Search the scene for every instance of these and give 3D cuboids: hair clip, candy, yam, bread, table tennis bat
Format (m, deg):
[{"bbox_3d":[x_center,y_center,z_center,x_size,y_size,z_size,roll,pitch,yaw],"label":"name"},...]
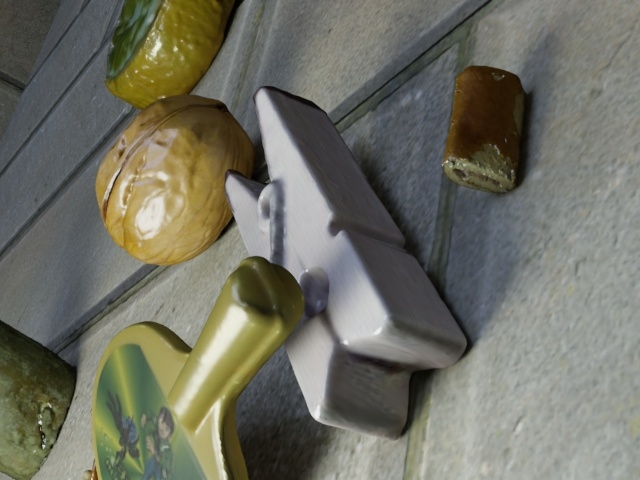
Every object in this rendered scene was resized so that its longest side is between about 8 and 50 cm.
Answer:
[{"bbox_3d":[0.004,0.002,0.741,0.101,0.085,0.331,-57,30,18],"label":"hair clip"},{"bbox_3d":[-0.209,-0.300,1.474,0.260,0.118,0.260,-44,34,41],"label":"candy"},{"bbox_3d":[-0.440,0.150,1.248,0.168,0.304,0.168,-38,29,26],"label":"yam"},{"bbox_3d":[0.103,-0.069,0.665,0.036,0.047,0.083,97,-175,-57],"label":"bread"},{"bbox_3d":[-0.089,0.123,0.716,0.198,0.050,0.321,59,139,27],"label":"table tennis bat"}]

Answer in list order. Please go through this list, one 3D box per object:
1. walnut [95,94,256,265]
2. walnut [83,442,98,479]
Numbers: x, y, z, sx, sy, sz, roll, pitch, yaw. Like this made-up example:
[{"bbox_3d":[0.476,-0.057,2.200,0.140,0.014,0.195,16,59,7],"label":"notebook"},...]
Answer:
[{"bbox_3d":[-0.146,-0.058,1.052,0.180,0.144,0.144,-49,26,10],"label":"walnut"},{"bbox_3d":[-0.157,0.180,0.900,0.143,0.069,0.170,-31,36,50],"label":"walnut"}]
